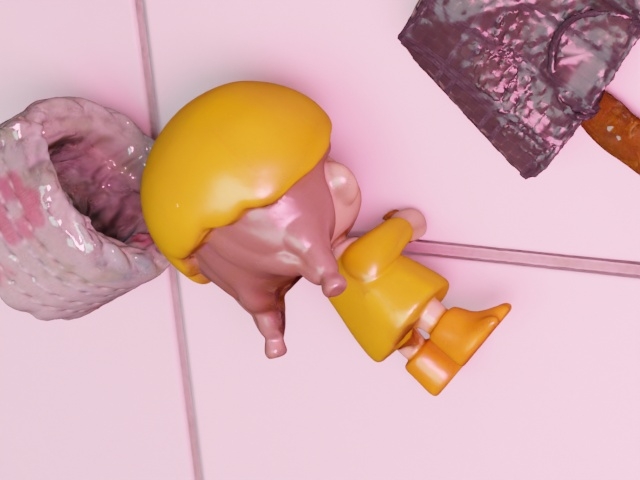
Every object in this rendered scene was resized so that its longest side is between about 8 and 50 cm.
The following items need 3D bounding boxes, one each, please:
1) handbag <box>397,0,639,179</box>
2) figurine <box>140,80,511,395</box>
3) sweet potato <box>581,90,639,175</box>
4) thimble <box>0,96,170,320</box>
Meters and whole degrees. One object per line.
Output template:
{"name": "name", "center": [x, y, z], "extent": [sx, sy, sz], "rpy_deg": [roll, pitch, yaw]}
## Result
{"name": "handbag", "center": [0.181, -0.192, 1.482], "extent": [0.175, 0.088, 0.270], "rpy_deg": [40, 124, 13]}
{"name": "figurine", "center": [0.000, 0.000, 1.630], "extent": [0.343, 0.187, 0.215], "rpy_deg": [36, 136, 4]}
{"name": "sweet potato", "center": [0.321, -0.003, 1.501], "extent": [0.108, 0.079, 0.346], "rpy_deg": [-33, 89, 48]}
{"name": "thimble", "center": [-0.245, -0.036, 1.729], "extent": [0.149, 0.185, 0.211], "rpy_deg": [-28, 128, 37]}
